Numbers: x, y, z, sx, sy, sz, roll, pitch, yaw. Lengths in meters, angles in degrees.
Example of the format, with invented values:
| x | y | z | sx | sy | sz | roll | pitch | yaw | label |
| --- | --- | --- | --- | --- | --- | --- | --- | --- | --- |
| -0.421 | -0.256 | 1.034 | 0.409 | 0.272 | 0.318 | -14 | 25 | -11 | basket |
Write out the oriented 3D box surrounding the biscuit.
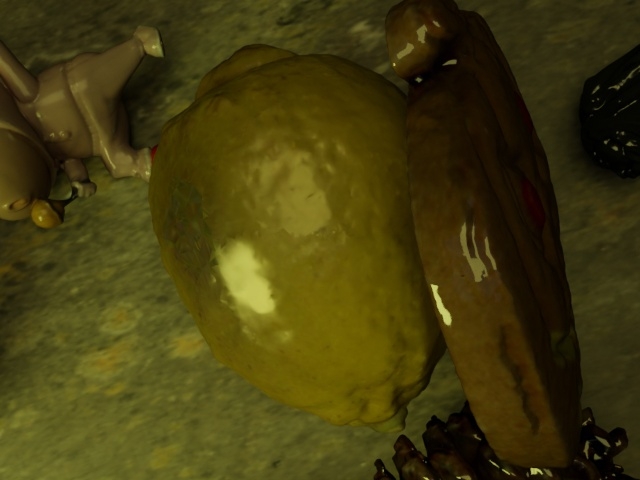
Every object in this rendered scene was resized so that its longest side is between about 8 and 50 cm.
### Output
| x | y | z | sx | sy | sz | roll | pitch | yaw | label |
| --- | --- | --- | --- | --- | --- | --- | --- | --- | --- |
| 0.139 | -0.032 | 0.572 | 0.070 | 0.350 | 0.394 | -14 | 40 | 20 | biscuit |

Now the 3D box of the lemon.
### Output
| x | y | z | sx | sy | sz | roll | pitch | yaw | label |
| --- | --- | --- | --- | --- | --- | --- | --- | --- | --- |
| -0.002 | -0.007 | 0.656 | 0.316 | 0.285 | 0.285 | 42 | 89 | -22 | lemon |

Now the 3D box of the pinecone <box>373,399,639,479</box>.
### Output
| x | y | z | sx | sy | sz | roll | pitch | yaw | label |
| --- | --- | --- | --- | --- | --- | --- | --- | --- | --- |
| 0.150 | 0.247 | 0.640 | 0.224 | 0.224 | 0.272 | 43 | 70 | 8 | pinecone |

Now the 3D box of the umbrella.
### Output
| x | y | z | sx | sy | sz | roll | pitch | yaw | label |
| --- | --- | --- | --- | --- | --- | --- | --- | --- | --- |
| 0.369 | -0.206 | 0.725 | 0.118 | 0.118 | 0.340 | 35 | 79 | 8 | umbrella |

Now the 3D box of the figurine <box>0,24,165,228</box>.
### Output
| x | y | z | sx | sy | sz | roll | pitch | yaw | label |
| --- | --- | --- | --- | --- | --- | --- | --- | --- | --- |
| -0.286 | -0.111 | 0.746 | 0.287 | 0.176 | 0.186 | -9 | 57 | -9 | figurine |
